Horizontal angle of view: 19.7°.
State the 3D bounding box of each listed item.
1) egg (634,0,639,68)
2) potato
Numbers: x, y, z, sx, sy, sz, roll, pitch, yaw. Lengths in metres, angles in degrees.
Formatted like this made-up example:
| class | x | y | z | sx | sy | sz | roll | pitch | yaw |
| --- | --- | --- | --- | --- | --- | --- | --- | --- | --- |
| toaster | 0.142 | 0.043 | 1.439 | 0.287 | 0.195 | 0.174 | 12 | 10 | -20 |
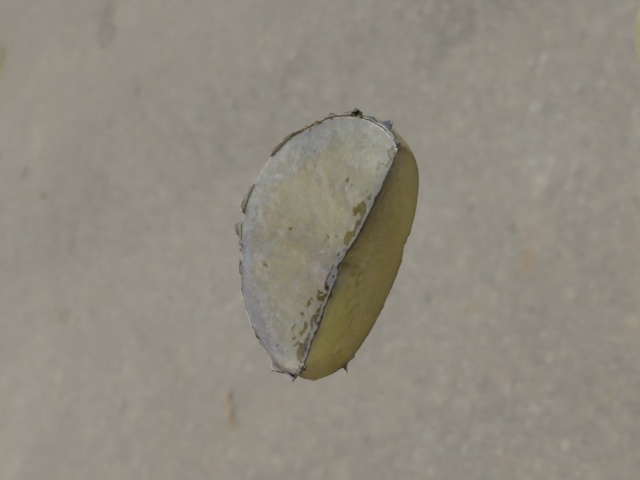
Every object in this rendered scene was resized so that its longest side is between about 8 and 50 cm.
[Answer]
| class | x | y | z | sx | sy | sz | roll | pitch | yaw |
| --- | --- | --- | --- | --- | --- | --- | --- | --- | --- |
| egg | 0.355 | -0.173 | 1.545 | 0.241 | 0.186 | 0.186 | -128 | 56 | -83 |
| potato | 0.000 | 0.000 | 1.665 | 0.138 | 0.098 | 0.243 | 25 | 91 | 33 |
